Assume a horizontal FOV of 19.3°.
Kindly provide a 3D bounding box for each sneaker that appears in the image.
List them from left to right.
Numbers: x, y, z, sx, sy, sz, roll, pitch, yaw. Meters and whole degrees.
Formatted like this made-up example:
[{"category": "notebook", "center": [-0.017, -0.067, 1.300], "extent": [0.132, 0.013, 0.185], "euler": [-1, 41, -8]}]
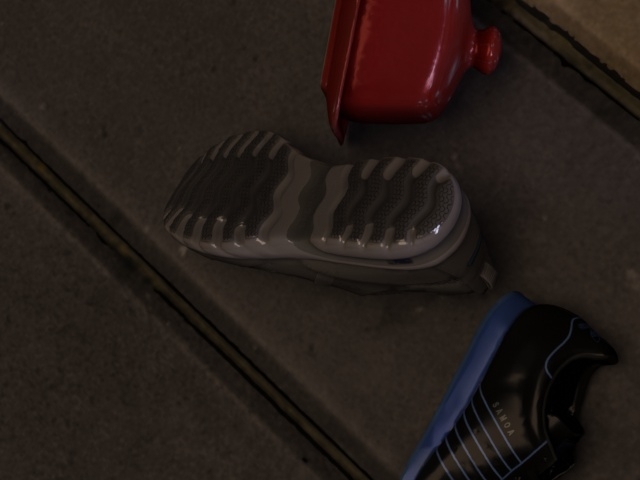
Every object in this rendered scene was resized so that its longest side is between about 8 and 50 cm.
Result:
[{"category": "sneaker", "center": [0.000, 0.000, 1.343], "extent": [0.281, 0.115, 0.105], "euler": [13, 63, 43]}, {"category": "sneaker", "center": [0.120, 0.153, 1.284], "extent": [0.090, 0.081, 0.232], "euler": [26, 96, 32]}]

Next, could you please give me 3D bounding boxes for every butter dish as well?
[{"category": "butter dish", "center": [0.068, -0.141, 1.313], "extent": [0.118, 0.160, 0.160], "euler": [10, 89, 3]}]
